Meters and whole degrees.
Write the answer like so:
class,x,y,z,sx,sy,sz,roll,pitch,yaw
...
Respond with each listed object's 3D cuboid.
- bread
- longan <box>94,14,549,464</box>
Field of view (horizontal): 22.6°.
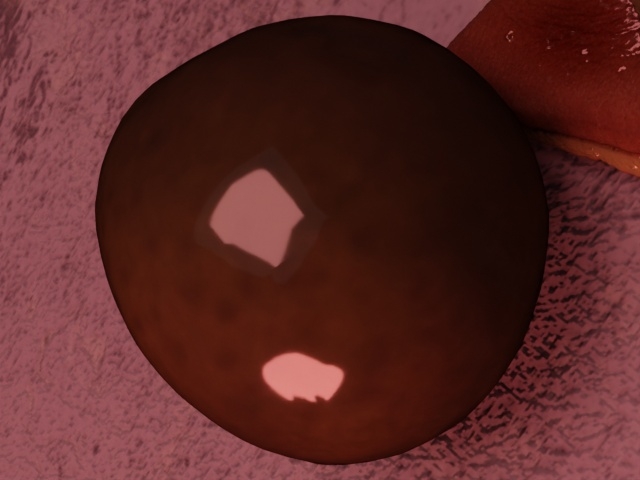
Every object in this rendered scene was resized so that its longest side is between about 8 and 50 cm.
class,x,y,z,sx,sy,sz,roll,pitch,yaw
bread,0.151,-0.105,0.905,0.192,0.067,0.119,26,103,44
longan,0.000,0.000,0.891,0.258,0.258,0.258,-13,69,38
